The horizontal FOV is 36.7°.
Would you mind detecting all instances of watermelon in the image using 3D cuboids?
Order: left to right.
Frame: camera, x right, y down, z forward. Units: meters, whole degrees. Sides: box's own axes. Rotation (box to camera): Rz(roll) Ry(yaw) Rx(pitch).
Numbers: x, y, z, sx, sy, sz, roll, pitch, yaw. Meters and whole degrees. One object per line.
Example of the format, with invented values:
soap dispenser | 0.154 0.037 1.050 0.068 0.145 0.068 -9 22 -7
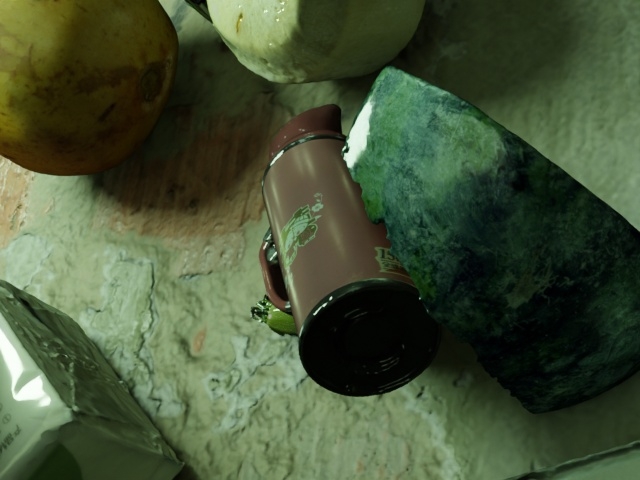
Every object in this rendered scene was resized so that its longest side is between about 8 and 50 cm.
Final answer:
watermelon | 0.129 0.013 0.751 0.148 0.318 0.226 -51 13 2

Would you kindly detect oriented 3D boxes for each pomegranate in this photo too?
pomegranate | -0.292 -0.204 1.062 0.264 0.264 0.264 -12 61 22

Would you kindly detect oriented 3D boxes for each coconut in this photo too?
coconut | 0.002 -0.263 0.977 0.202 0.222 0.202 16 115 39

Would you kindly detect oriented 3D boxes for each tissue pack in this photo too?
tissue pack | -0.339 0.244 0.894 0.356 0.194 0.266 -49 50 -1

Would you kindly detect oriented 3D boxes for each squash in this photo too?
squash | 0.019 0.068 0.882 0.184 0.052 0.052 -2 65 26

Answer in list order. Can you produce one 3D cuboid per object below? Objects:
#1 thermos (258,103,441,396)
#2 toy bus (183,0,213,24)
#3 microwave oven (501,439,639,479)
thermos | 0.008 -0.002 0.863 0.110 0.136 0.330 -1 34 -11
toy bus | -0.175 -0.379 1.064 0.143 0.305 0.179 -51 41 1
microwave oven | 0.227 0.242 0.494 0.432 0.374 0.236 -23 58 21
